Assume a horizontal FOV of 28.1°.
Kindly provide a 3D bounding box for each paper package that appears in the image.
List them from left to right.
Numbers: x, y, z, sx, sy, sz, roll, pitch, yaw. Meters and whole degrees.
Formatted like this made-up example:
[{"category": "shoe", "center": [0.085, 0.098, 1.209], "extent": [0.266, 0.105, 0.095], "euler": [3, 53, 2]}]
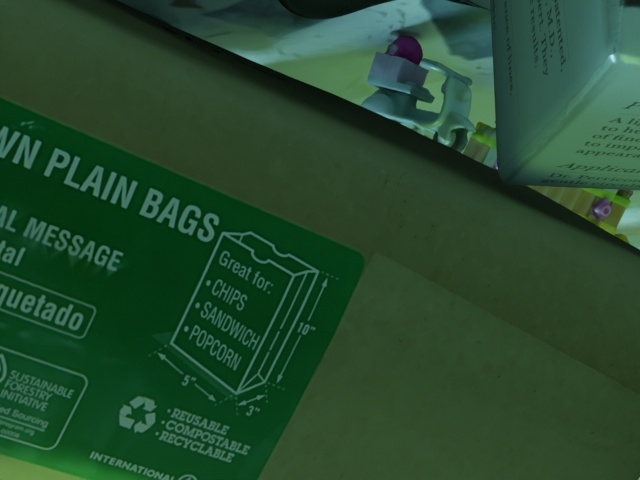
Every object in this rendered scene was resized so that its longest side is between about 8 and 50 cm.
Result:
[{"category": "paper package", "center": [-0.067, 0.000, 0.511], "extent": [0.325, 0.168, 0.309], "euler": [22, -173, -25]}]

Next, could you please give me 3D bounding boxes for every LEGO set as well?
[{"category": "LEGO set", "center": [0.157, -0.070, 0.798], "extent": [0.132, 0.107, 0.287], "euler": [31, -170, 34]}]

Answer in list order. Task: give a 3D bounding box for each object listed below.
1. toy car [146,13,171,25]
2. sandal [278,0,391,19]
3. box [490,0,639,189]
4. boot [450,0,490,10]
[{"category": "toy car", "center": [-0.143, -0.055, 0.735], "extent": [0.182, 0.159, 0.136], "euler": [-1, -159, -2]}, {"category": "sandal", "center": [0.068, -0.129, 0.573], "extent": [0.219, 0.060, 0.090], "euler": [-12, 162, 33]}, {"category": "box", "center": [0.152, -0.114, 0.406], "extent": [0.181, 0.182, 0.119], "euler": [2, 167, -8]}, {"category": "boot", "center": [0.021, -0.134, 0.517], "extent": [0.190, 0.069, 0.086], "euler": [24, 165, -13]}]
